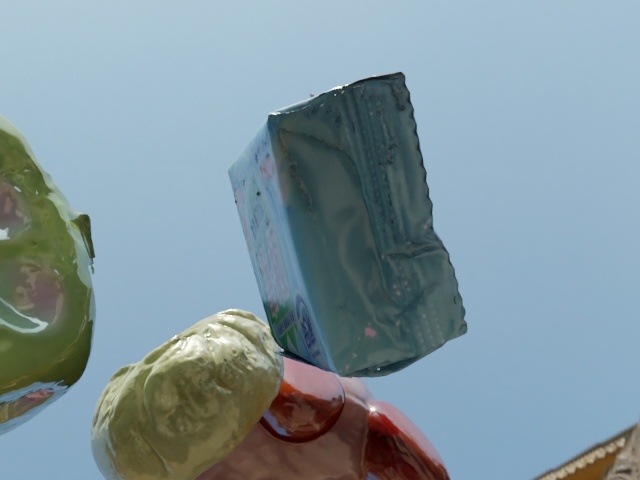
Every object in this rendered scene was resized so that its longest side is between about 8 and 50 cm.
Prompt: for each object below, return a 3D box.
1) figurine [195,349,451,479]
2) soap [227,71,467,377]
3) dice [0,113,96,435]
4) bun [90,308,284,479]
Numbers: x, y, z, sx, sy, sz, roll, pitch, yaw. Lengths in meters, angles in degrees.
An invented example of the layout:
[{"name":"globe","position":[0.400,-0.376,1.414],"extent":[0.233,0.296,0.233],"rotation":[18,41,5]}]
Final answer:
[{"name":"figurine","position":[-0.024,0.217,1.007],"extent":[0.270,0.261,0.211],"rotation":[33,-146,-26]},{"name":"soap","position":[0.000,0.000,0.550],"extent":[0.077,0.293,0.156],"rotation":[-16,-91,-12]},{"name":"dice","position":[-0.332,0.042,0.610],"extent":[0.254,0.250,0.252],"rotation":[-15,-106,-55]},{"name":"bun","position":[-0.120,0.135,0.750],"extent":[0.188,0.164,0.111],"rotation":[-40,-81,5]}]
